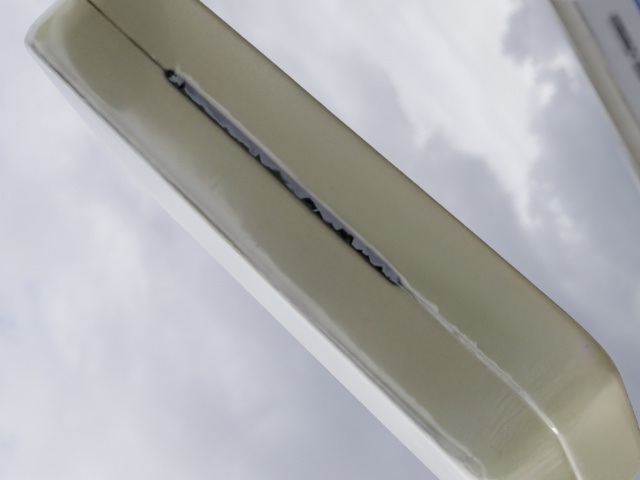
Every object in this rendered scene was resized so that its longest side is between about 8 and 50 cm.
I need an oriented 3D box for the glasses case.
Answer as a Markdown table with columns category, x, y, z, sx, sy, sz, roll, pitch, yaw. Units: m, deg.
| category | x | y | z | sx | sy | sz | roll | pitch | yaw |
| --- | --- | --- | --- | --- | --- | --- | --- | --- | --- |
| glasses case | 0.000 | 0.000 | 0.653 | 0.313 | 0.070 | 0.131 | 42 | 173 | 31 |
